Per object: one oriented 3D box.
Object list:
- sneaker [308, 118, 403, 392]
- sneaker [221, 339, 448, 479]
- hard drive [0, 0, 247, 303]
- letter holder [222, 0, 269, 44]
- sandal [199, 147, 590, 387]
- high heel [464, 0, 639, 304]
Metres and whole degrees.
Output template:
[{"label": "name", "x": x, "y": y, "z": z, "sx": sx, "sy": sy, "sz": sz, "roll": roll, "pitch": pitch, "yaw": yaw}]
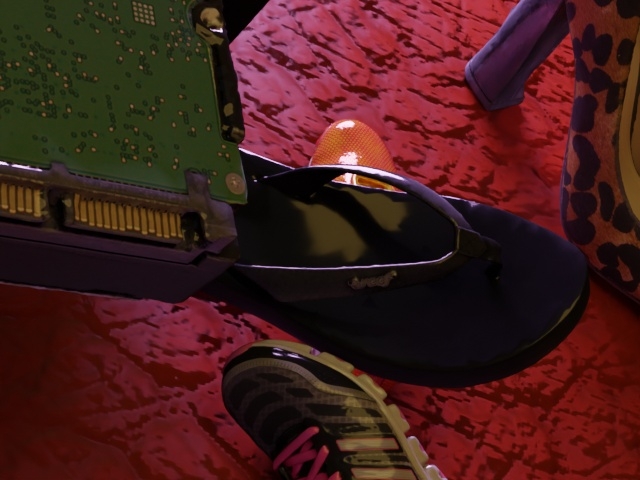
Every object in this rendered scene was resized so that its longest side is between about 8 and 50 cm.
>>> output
[{"label": "sneaker", "x": 0.030, "y": 0.001, "z": 0.857, "sx": 0.064, "sy": 0.067, "sz": 0.175, "roll": 13, "pitch": 47, "yaw": -23}, {"label": "sneaker", "x": 0.012, "y": 0.118, "z": 0.749, "sx": 0.170, "sy": 0.063, "sz": 0.075, "roll": 48, "pitch": 37, "yaw": 2}, {"label": "hard drive", "x": -0.155, "y": -0.150, "z": 0.609, "sx": 0.237, "sy": 0.064, "sz": 0.339, "roll": 9, "pitch": 58, "yaw": -36}, {"label": "letter holder", "x": -0.202, "y": -0.164, "z": 0.744, "sx": 0.302, "sy": 0.152, "sz": 0.214, "roll": -7, "pitch": 65, "yaw": -43}, {"label": "sandal", "x": -0.001, "y": 0.001, "z": 0.778, "sx": 0.254, "sy": 0.054, "sz": 0.097, "roll": 14, "pitch": 59, "yaw": 8}, {"label": "high heel", "x": 0.210, "y": -0.067, "z": 0.946, "sx": 0.093, "sy": 0.186, "sz": 0.261, "roll": -27, "pitch": 73, "yaw": -44}]
